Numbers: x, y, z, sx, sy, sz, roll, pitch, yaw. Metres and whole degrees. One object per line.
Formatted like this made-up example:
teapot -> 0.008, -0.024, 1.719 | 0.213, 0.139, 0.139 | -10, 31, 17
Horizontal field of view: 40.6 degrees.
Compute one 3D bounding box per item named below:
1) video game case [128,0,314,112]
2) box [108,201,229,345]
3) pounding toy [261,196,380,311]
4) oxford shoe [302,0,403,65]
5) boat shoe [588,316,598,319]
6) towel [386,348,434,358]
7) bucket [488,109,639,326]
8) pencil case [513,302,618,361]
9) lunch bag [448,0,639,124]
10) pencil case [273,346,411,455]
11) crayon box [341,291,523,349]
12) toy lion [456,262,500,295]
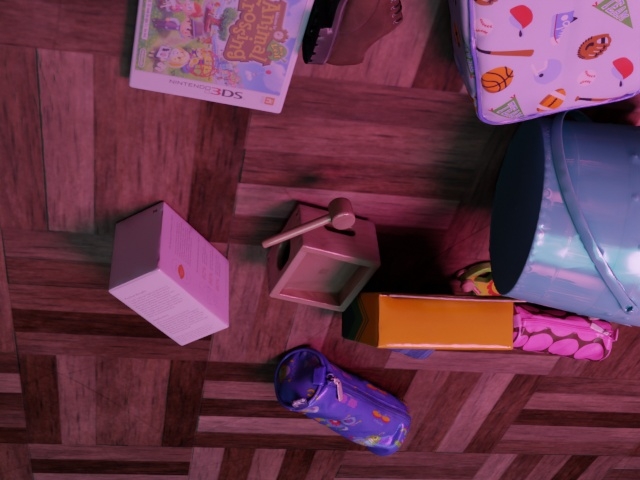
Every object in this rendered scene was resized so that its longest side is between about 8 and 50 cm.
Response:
video game case -> -0.117, -0.248, 1.008 | 0.193, 0.023, 0.212 | 8, 138, -13
box -> -0.218, 0.051, 1.272 | 0.091, 0.130, 0.170 | -23, 136, 20
pounding toy -> -0.006, -0.006, 1.257 | 0.181, 0.094, 0.206 | 13, 136, -22
oxford shoe -> 0.054, -0.281, 0.957 | 0.096, 0.083, 0.227 | 6, 151, -17
boat shoe -> 0.573, 0.030, 1.386 | 0.335, 0.096, 0.112 | -27, 171, 28
towel -> 0.153, 0.177, 1.541 | 0.119, 0.029, 0.067 | 19, 134, -27
bucket -> 0.342, -0.033, 1.135 | 0.183, 0.281, 0.281 | 8, 139, -3
pencil case -> 0.404, 0.156, 1.499 | 0.209, 0.095, 0.098 | 7, 173, -18
lunch bag -> 0.269, -0.266, 0.956 | 0.243, 0.115, 0.303 | -13, 144, 5
pencil case -> 0.049, 0.301, 1.603 | 0.133, 0.120, 0.306 | -9, 147, 41
crayon box -> 0.157, 0.118, 1.299 | 0.202, 0.081, 0.318 | 2, 176, -8
toy lion -> 0.288, 0.067, 1.429 | 0.096, 0.034, 0.100 | -32, 133, 19
